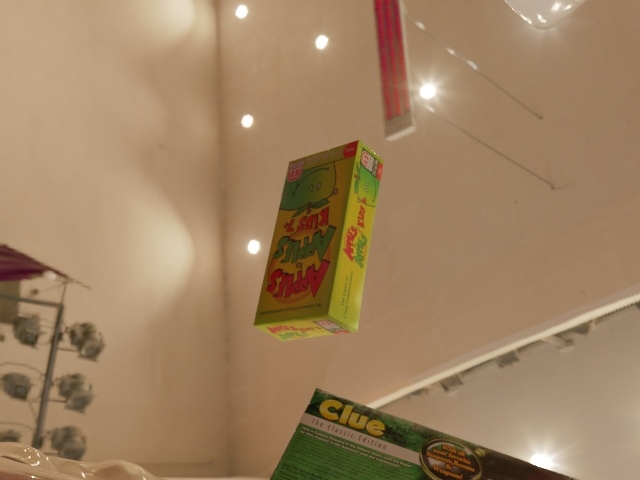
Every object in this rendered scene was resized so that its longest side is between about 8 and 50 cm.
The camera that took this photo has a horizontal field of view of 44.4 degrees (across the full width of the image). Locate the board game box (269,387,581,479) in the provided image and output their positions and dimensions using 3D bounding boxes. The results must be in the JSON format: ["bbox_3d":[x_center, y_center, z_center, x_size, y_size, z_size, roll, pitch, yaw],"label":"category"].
[{"bbox_3d":[0.093,0.211,0.627,0.260,0.136,0.030,17,-52,13],"label":"board game box"}]

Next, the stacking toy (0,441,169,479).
[{"bbox_3d":[-0.221,0.448,0.700,0.351,0.351,0.479,-3,-112,42],"label":"stacking toy"}]

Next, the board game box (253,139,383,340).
[{"bbox_3d":[0.000,0.000,0.744,0.092,0.043,0.181,-12,-124,38],"label":"board game box"}]

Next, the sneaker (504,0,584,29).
[{"bbox_3d":[0.141,-0.221,0.445,0.150,0.366,0.135,-34,-96,26],"label":"sneaker"}]
